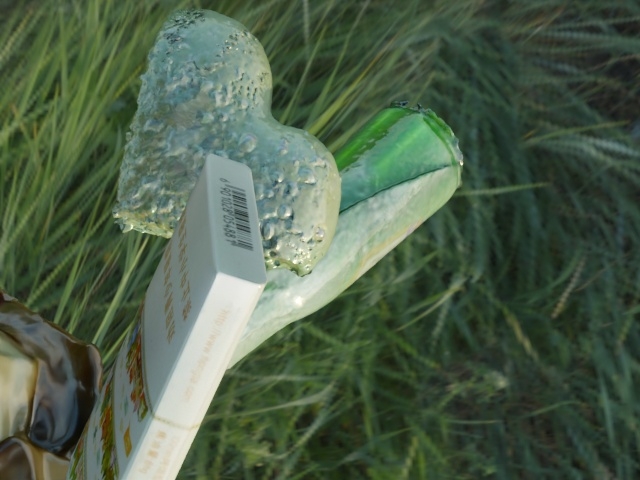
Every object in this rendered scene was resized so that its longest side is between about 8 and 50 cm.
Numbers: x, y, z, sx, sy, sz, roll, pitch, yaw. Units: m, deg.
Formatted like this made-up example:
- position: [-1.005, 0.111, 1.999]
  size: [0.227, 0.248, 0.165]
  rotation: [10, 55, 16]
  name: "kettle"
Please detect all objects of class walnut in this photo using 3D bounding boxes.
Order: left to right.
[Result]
- position: [-0.249, 0.096, 0.878]
  size: [0.204, 0.141, 0.238]
  rotation: [5, 60, -39]
  name: "walnut"

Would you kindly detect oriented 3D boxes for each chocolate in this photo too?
- position: [0.000, 0.000, 1.190]
  size: [0.110, 0.110, 0.291]
  rotation: [48, 58, 0]
  name: "chocolate"

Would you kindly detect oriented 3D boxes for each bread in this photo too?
- position: [-0.089, -0.064, 1.080]
  size: [0.172, 0.064, 0.232]
  rotation: [-29, 83, 0]
  name: "bread"

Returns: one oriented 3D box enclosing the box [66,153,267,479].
- position: [-0.084, 0.077, 0.715]
  size: [0.032, 0.122, 0.220]
  rotation: [18, 116, -18]
  name: "box"
